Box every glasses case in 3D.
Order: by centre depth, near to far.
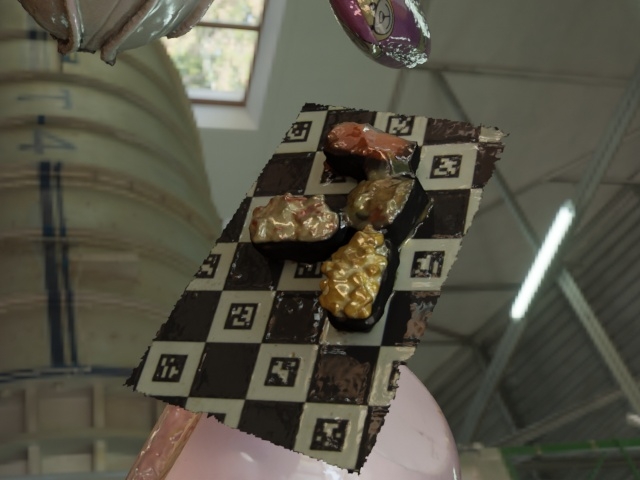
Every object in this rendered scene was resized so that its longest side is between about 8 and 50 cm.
[{"bbox_3d":[0.067,-0.257,1.151,0.123,0.075,0.316,66,15,0],"label":"glasses case"}]

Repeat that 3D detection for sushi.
[{"bbox_3d":[0.000,0.000,0.705,0.279,0.192,0.043,-60,145,-26],"label":"sushi"}]

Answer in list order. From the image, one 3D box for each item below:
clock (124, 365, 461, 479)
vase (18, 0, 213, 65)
[{"bbox_3d":[-0.053,0.262,0.926,0.377,0.250,0.368,-54,-170,20],"label":"clock"},{"bbox_3d":[-0.167,-0.350,1.009,0.445,0.250,0.250,-25,-115,60],"label":"vase"}]
